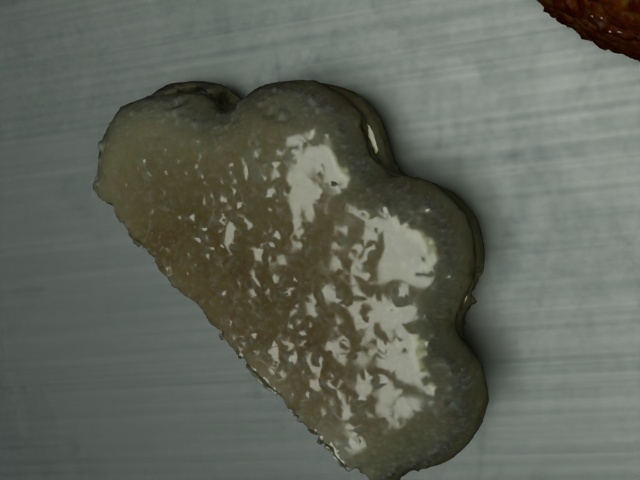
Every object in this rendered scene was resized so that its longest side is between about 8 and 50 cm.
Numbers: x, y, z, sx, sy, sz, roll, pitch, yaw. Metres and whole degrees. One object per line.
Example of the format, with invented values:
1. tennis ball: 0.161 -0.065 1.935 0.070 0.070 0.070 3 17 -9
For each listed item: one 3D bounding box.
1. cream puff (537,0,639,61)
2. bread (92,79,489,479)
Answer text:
1. cream puff: 0.213 -0.209 0.611 0.240 0.164 0.240 3 101 13
2. bread: 0.000 0.001 0.760 0.337 0.102 0.183 46 108 8
